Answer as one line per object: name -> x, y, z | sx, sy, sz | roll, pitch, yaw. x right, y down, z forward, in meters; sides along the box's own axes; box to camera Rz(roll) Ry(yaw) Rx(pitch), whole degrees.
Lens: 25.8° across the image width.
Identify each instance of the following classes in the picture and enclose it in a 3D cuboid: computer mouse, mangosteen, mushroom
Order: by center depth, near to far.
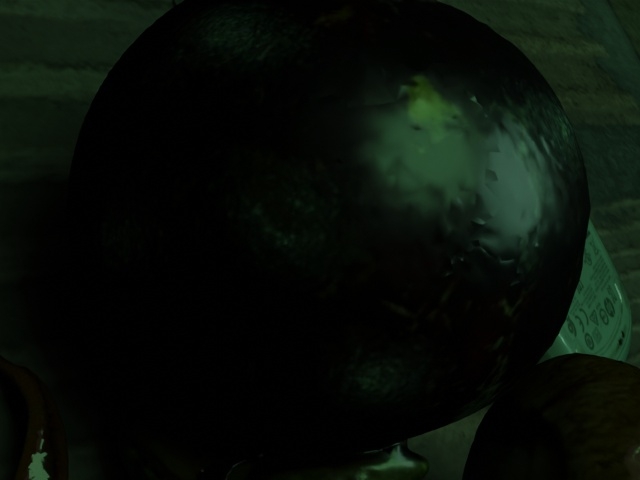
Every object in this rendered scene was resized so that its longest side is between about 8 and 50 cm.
mangosteen -> 0.000, 0.000, 0.734 | 0.288, 0.288, 0.288 | 30, 41, -30
mushroom -> 0.138, 0.197, 0.785 | 0.254, 0.267, 0.267 | 13, 41, 3
computer mouse -> 0.121, -0.008, 1.014 | 0.288, 0.097, 0.159 | 60, 32, -10

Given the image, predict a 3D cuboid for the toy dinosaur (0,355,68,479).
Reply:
toy dinosaur -> -0.086, 0.235, 0.562 | 0.432, 0.097, 0.208 | 65, 22, 10
